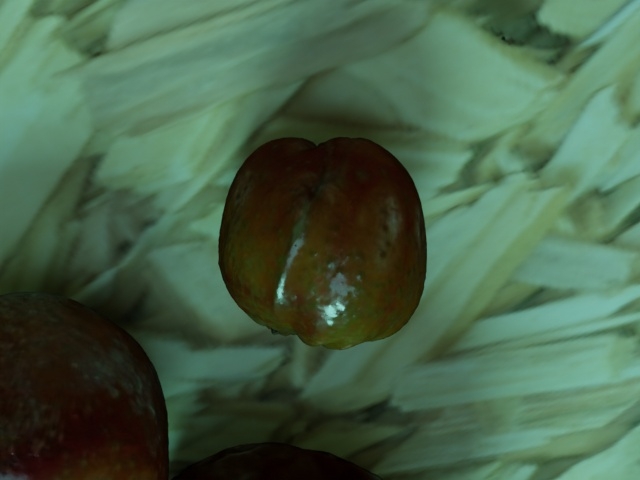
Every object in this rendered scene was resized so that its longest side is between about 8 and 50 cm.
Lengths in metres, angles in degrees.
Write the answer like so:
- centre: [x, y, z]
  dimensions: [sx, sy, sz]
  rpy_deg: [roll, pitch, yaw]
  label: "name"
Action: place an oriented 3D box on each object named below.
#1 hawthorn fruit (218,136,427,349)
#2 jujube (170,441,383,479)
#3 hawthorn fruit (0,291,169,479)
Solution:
- centre: [0.000, 0.000, 0.776]
  dimensions: [0.128, 0.128, 0.128]
  rpy_deg: [-2, 114, -5]
  label: "hawthorn fruit"
- centre: [-0.018, 0.240, 0.837]
  dimensions: [0.212, 0.213, 0.232]
  rpy_deg: [7, 117, -9]
  label: "jujube"
- centre: [-0.164, 0.119, 0.778]
  dimensions: [0.172, 0.173, 0.173]
  rpy_deg: [-2, 114, -5]
  label: "hawthorn fruit"
